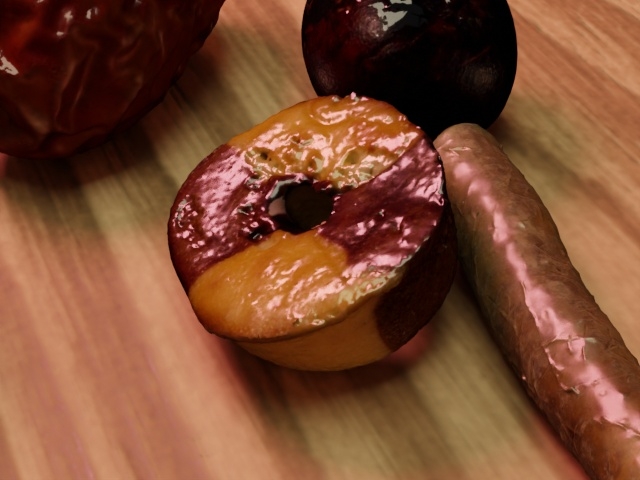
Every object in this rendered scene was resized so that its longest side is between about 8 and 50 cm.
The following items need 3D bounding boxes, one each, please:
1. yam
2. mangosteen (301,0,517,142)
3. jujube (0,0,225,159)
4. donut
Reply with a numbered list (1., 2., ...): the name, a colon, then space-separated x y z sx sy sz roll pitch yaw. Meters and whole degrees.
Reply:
1. yam: 0.123 0.040 0.766 0.066 0.066 0.300 -15 42 -9
2. mangosteen: 0.050 -0.120 0.916 0.152 0.153 0.152 -4 40 4
3. jujube: -0.158 -0.166 0.966 0.174 0.174 0.250 16 51 25
4. donut: 0.000 0.000 0.799 0.166 0.073 0.184 -41 42 -9
